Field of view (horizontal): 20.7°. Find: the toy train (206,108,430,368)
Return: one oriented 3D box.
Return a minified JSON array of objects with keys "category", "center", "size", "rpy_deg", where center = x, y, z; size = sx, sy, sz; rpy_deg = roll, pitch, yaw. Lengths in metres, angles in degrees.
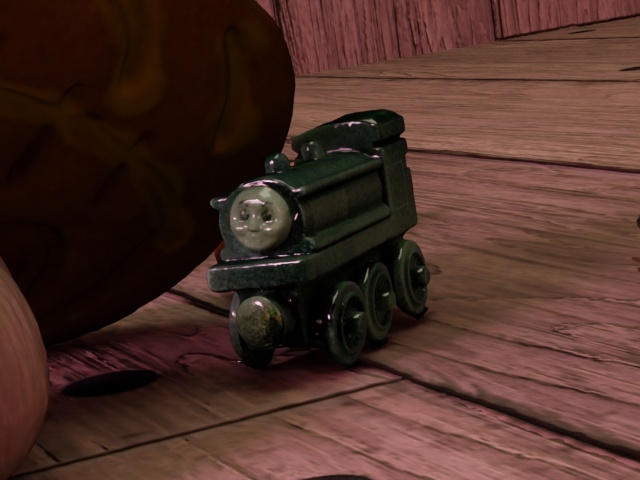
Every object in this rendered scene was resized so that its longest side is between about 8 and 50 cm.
[{"category":"toy train","center":[0.000,0.000,0.861],"size":[0.071,0.111,0.170],"rpy_deg":[-7,8,24]}]

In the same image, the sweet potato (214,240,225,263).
[{"category":"sweet potato","center":[-0.025,-0.004,1.080],"size":[0.078,0.058,0.255],"rpy_deg":[14,17,8]}]

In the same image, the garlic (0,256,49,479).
[{"category":"garlic","center":[-0.220,0.011,0.660],"size":[0.219,0.212,0.218],"rpy_deg":[-5,15,1]}]

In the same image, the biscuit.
[{"category":"biscuit","center":[-0.200,-0.028,0.823],"size":[0.394,0.070,0.350],"rpy_deg":[5,-44,-40]}]

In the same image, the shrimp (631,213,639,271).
[{"category":"shrimp","center":[0.246,0.017,0.701],"size":[0.169,0.058,0.296],"rpy_deg":[-5,12,-21]}]
